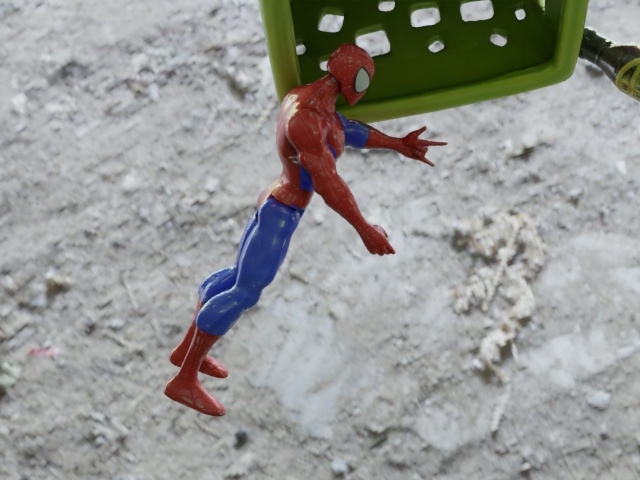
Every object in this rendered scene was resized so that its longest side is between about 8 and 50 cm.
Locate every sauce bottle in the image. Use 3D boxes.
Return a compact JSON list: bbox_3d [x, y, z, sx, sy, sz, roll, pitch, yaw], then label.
[{"bbox_3d":[0.253,-0.128,0.971,0.042,0.042,0.128,-44,54,-14],"label":"sauce bottle"}]

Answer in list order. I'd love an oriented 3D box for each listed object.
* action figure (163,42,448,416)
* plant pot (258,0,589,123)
[{"bbox_3d":[0.000,0.000,0.891,0.139,0.280,0.091,19,20,-12],"label":"action figure"},{"bbox_3d":[0.055,-0.239,0.899,0.228,0.227,0.207,-12,55,-3],"label":"plant pot"}]
